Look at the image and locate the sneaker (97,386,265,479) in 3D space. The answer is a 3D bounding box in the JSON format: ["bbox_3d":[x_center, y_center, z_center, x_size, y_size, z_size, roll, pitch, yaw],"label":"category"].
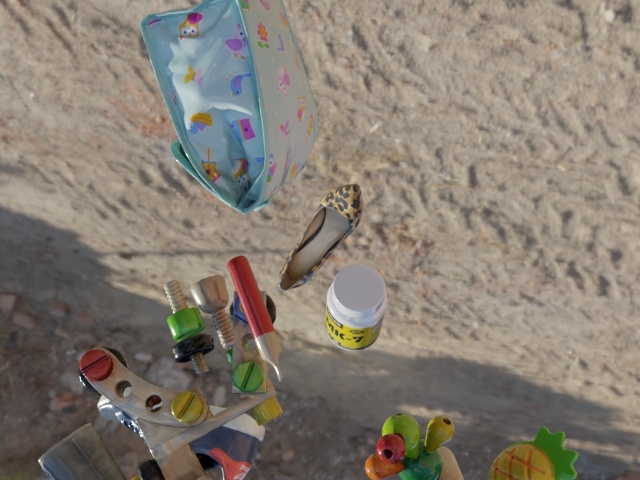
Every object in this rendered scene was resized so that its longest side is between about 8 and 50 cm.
[{"bbox_3d":[-0.279,0.369,1.411,0.350,0.148,0.131,4,154,27],"label":"sneaker"}]

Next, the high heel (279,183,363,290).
[{"bbox_3d":[0.000,0.000,1.584,0.093,0.186,0.261,36,145,0],"label":"high heel"}]

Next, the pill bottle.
[{"bbox_3d":[0.070,0.133,1.526,0.119,0.119,0.208,11,154,5],"label":"pill bottle"}]

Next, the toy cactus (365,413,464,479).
[{"bbox_3d":[0.103,0.220,0.625,0.112,0.180,0.219,-28,99,14],"label":"toy cactus"}]

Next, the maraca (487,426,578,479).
[{"bbox_3d":[0.382,0.421,1.395,0.185,0.127,0.099,-45,140,19],"label":"maraca"}]

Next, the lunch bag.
[{"bbox_3d":[-0.102,-0.181,1.013,0.160,0.223,0.262,-12,104,16],"label":"lunch bag"}]

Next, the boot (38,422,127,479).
[{"bbox_3d":[-0.333,0.392,1.278,0.208,0.189,0.076,46,145,26],"label":"boot"}]

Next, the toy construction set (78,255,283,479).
[{"bbox_3d":[-0.121,0.187,0.898,0.257,0.237,0.309,-13,161,-32],"label":"toy construction set"}]
